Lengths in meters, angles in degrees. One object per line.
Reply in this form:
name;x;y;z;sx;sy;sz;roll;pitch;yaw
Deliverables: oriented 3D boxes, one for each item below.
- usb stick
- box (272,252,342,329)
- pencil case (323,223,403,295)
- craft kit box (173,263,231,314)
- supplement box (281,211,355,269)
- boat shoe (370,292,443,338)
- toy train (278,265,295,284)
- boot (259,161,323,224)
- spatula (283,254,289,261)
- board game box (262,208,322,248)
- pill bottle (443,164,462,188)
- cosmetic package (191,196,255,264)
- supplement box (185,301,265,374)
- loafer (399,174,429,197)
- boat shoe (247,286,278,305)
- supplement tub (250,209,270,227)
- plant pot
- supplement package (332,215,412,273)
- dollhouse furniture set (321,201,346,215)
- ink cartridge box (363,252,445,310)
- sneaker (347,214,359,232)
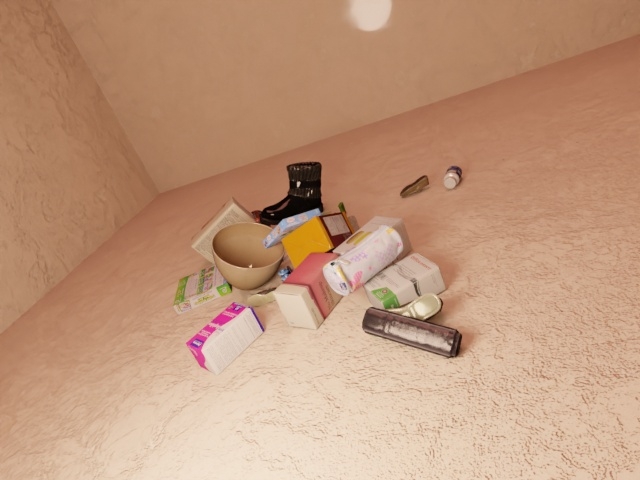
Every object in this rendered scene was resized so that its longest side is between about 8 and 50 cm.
usb stick;0.234;0.241;1.249;0.278;0.045;0.077;10;78;36
box;-0.024;0.164;1.574;0.126;0.149;0.232;-1;33;38
pencil case;0.136;0.057;1.480;0.273;0.124;0.113;-33;23;-25
craft kit box;-0.507;0.196;2.050;0.246;0.061;0.250;-21;24;-1
supplement box;0.000;0.000;1.761;0.191;0.129;0.194;-33;-12;36
boat shoe;0.241;0.220;1.331;0.227;0.081;0.068;-28;-22;18
toy train;-0.090;0.148;1.759;0.105;0.080;0.184;-19;21;-14
boot;-0.147;-0.236;2.281;0.347;0.260;0.131;-18;30;-21
spatula;-0.090;0.039;1.991;0.242;0.019;0.168;-28;7;-8
board game box;-0.109;-0.042;1.761;0.160;0.039;0.211;-20;-12;-34
pill bottle;0.574;-0.274;2.045;0.067;0.067;0.120;-7;29;31
cosmetic package;-0.473;-0.050;2.288;0.296;0.153;0.129;-44;25;4
supplement box;-0.312;0.320;1.557;0.111;0.114;0.220;5;39;45
loafer;0.427;-0.235;2.120;0.148;0.050;0.056;-33;18;16
boat shoe;-0.211;0.211;1.769;0.133;0.049;0.042;-17;20;8
supplement tub;-0.308;-0.077;2.365;0.106;0.106;0.198;-25;25;-4
plant pot;-0.288;0.087;1.868;0.284;0.191;0.284;6;38;-5
supplement package;0.188;0.034;1.673;0.244;0.134;0.139;-38;28;-30
dollhouse furniture set;0.042;-0.134;2.234;0.151;0.059;0.076;-9;28;29
ink cartridge box;0.256;0.139;1.454;0.208;0.087;0.153;-28;24;-9
sneaker;0.080;-0.028;1.962;0.094;0.090;0.235;-18;19;42
